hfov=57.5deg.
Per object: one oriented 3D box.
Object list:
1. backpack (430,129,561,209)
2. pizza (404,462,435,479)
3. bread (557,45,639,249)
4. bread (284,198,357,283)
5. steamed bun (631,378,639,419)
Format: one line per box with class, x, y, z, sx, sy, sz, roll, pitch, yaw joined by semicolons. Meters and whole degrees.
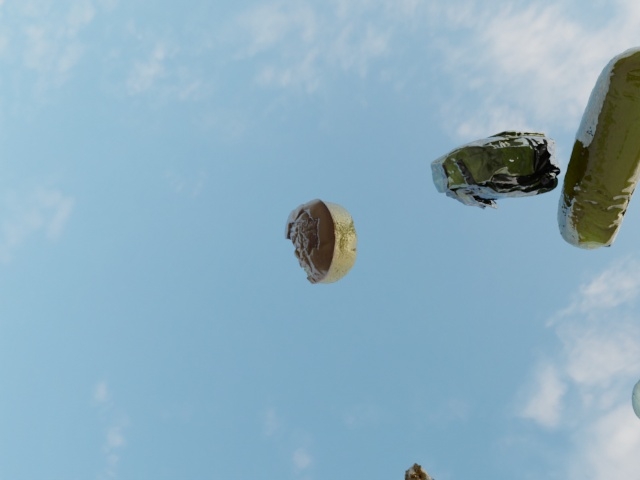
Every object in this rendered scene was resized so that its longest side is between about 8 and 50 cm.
backpack;0.352;-0.140;1.190;0.207;0.253;0.139;-19;-100;55
pizza;0.214;0.447;0.906;0.062;0.199;0.188;-42;-81;4
bread;0.534;-0.169;1.095;0.112;0.166;0.383;10;-68;-2
bread;0.004;-0.009;1.018;0.125;0.086;0.156;-58;-135;34
steamed bun;0.603;0.267;0.989;0.130;0.091;0.112;-7;-77;-14
